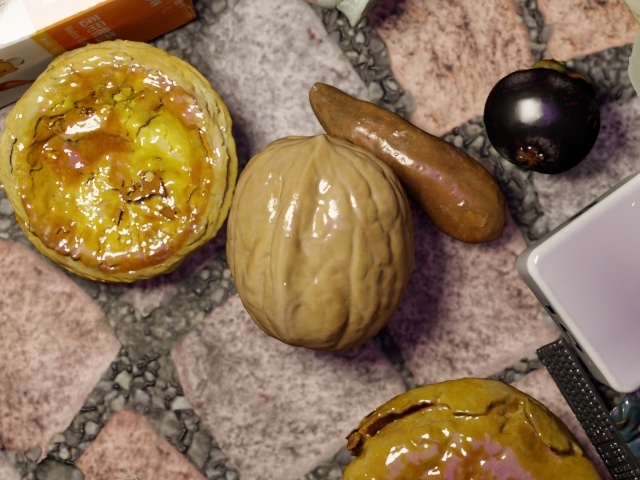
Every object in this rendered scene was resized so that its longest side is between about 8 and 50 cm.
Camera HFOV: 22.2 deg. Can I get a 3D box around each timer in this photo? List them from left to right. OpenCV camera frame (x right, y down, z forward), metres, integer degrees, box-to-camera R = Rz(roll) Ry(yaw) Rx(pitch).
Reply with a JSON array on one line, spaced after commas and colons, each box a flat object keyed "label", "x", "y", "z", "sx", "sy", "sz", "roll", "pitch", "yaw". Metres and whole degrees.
[{"label": "timer", "x": 0.356, "y": 0.044, "z": 1.868, "sx": 0.194, "sy": 0.195, "sz": 0.192, "roll": -36, "pitch": 88, "yaw": 3}]

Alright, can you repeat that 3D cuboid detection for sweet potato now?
[{"label": "sweet potato", "x": 0.105, "y": -0.098, "z": 1.933, "sx": 0.292, "sy": 0.097, "sz": 0.097, "roll": 38, "pitch": 91, "yaw": 3}]

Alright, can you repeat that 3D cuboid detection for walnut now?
[{"label": "walnut", "x": 0.000, "y": 0.000, "z": 1.874, "sx": 0.225, "sy": 0.225, "sz": 0.261, "roll": 4, "pitch": 113, "yaw": 3}]

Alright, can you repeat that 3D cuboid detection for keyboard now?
[{"label": "keyboard", "x": 0.325, "y": 0.210, "z": 1.935, "sx": 0.013, "sy": 0.061, "sz": 0.204, "roll": -29, "pitch": 87, "yaw": -27}]

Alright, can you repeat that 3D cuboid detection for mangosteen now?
[{"label": "mangosteen", "x": 0.264, "y": -0.156, "z": 1.921, "sx": 0.137, "sy": 0.137, "sz": 0.151, "roll": 16, "pitch": 55, "yaw": 3}]

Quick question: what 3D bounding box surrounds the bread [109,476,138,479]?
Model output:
[{"label": "bread", "x": -0.289, "y": 0.329, "z": 1.977, "sx": 0.154, "sy": 0.028, "sz": 0.068, "roll": -8, "pitch": 89, "yaw": 2}]

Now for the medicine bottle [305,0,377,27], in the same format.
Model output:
[{"label": "medicine bottle", "x": 0.023, "y": -0.341, "z": 1.916, "sx": 0.143, "sy": 0.147, "sz": 0.147, "roll": 32, "pitch": 91, "yaw": 0}]

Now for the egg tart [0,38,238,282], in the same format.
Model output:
[{"label": "egg tart", "x": -0.235, "y": -0.095, "z": 1.919, "sx": 0.290, "sy": 0.115, "sz": 0.290, "roll": 0, "pitch": 105, "yaw": -1}]

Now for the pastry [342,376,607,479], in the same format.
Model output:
[{"label": "pastry", "x": 0.179, "y": 0.329, "z": 1.889, "sx": 0.356, "sy": 0.164, "sz": 0.356, "roll": 0, "pitch": 90, "yaw": 0}]

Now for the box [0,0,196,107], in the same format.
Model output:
[{"label": "box", "x": -0.330, "y": -0.277, "z": 1.889, "sx": 0.341, "sy": 0.225, "sz": 0.143, "roll": -25, "pitch": 83, "yaw": 3}]

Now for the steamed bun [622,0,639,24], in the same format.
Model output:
[{"label": "steamed bun", "x": 0.502, "y": -0.337, "z": 1.843, "sx": 0.347, "sy": 0.237, "sz": 0.394, "roll": 5, "pitch": 88, "yaw": 5}]

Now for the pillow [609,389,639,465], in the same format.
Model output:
[{"label": "pillow", "x": 0.457, "y": 0.229, "z": 1.886, "sx": 0.189, "sy": 0.034, "sz": 0.255, "roll": -36, "pitch": 119, "yaw": -3}]

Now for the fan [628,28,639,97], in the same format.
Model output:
[{"label": "fan", "x": 0.465, "y": -0.143, "z": 1.957, "sx": 0.182, "sy": 0.010, "sz": 0.310, "roll": -3, "pitch": 86, "yaw": 2}]
